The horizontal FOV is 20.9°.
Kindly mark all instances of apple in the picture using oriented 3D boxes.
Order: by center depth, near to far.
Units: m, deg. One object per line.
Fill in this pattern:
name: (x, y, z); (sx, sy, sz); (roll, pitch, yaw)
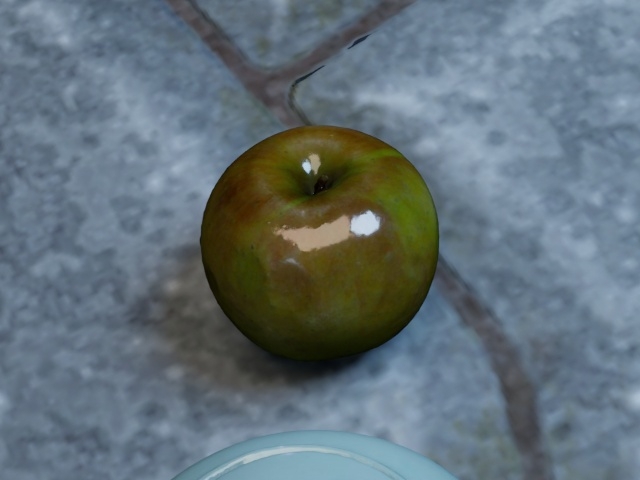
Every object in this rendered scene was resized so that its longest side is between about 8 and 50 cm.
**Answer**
apple: (0.000, 0.000, 0.644); (0.090, 0.074, 0.089); (-4, 55, 6)

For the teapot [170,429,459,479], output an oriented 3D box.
teapot: (0.001, 0.121, 0.518); (0.232, 0.159, 0.159); (3, 58, 11)
